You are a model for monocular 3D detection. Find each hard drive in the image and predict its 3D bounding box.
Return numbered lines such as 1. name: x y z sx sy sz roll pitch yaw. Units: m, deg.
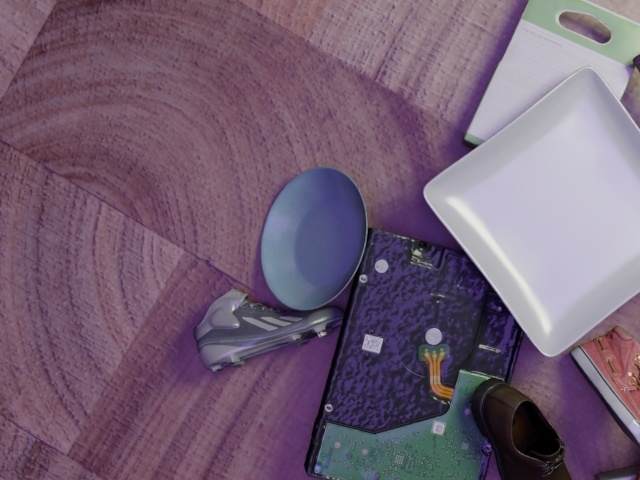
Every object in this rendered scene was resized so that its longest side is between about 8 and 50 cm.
1. hard drive: 0.132 0.173 1.760 0.237 0.064 0.339 14 91 -5

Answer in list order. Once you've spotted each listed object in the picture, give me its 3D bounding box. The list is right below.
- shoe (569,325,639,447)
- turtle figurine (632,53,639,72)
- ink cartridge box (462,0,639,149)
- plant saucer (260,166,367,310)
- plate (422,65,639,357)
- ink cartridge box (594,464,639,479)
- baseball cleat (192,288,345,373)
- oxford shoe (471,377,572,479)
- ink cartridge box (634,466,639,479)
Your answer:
1. shoe: 0.397 0.184 1.714 0.081 0.178 0.063 -32 131 2
2. turtle figurine: 0.483 -0.138 1.708 0.118 0.175 0.234 -24 79 23
3. ink cartridge box: 0.313 -0.203 1.766 0.171 0.056 0.235 25 89 4
4. plant saucer: 0.000 0.000 1.769 0.195 0.037 0.195 -14 68 40
5. plate: 0.317 -0.036 1.711 0.278 0.045 0.277 -37 88 0
6. ink cartridge box: 0.445 0.384 1.743 0.127 0.072 0.175 -13 88 4
7. baseball cleat: -0.073 0.105 1.794 0.206 0.072 0.109 -19 74 -3
8. oxford shoe: 0.279 0.284 1.718 0.083 0.096 0.227 -44 117 -17
9. ink cartridge box: 0.483 0.244 1.678 0.115 0.067 0.198 20 82 12
